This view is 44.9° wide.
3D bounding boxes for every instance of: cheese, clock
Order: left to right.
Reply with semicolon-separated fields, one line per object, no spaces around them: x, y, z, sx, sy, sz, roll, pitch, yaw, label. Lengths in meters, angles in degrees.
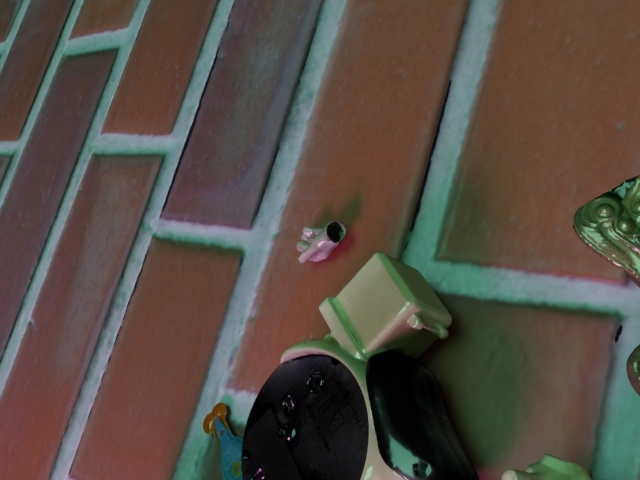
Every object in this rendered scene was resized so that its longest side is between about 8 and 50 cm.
-0.094;0.216;0.805;0.047;0.017;0.111;-46;47;9;cheese
0.073;0.208;0.604;0.276;0.120;0.379;-51;46;15;clock

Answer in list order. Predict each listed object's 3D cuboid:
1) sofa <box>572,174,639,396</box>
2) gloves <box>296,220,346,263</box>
0.306;0.026;0.436;0.258;0.200;0.182;-35;49;21;sofa
0.001;0.002;0.813;0.044;0.037;0.081;-43;17;-34;gloves
